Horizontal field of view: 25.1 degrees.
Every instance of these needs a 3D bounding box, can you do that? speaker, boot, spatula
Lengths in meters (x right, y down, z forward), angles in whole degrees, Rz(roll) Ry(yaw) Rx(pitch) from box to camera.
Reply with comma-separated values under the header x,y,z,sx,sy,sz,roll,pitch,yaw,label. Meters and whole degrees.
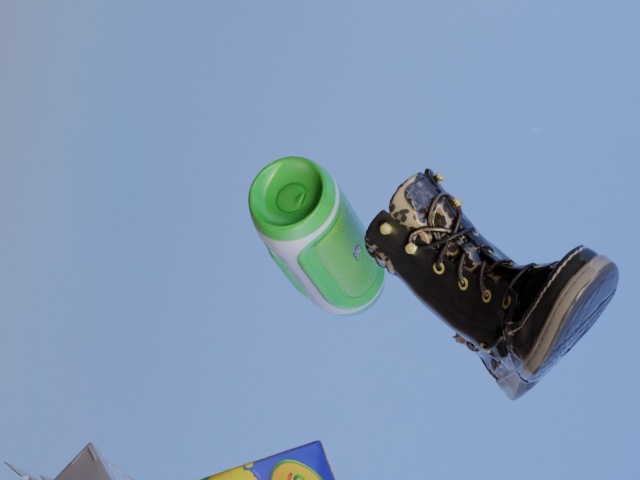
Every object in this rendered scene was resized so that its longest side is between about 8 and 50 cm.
x,y,z,sx,sy,sz,roll,pitch,yaw,label
0.000,0.000,1.971,0.296,0.131,0.131,55,37,-59,speaker
0.196,0.033,1.738,0.138,0.284,0.377,-43,168,-14,boot
-0.417,0.430,2.416,0.242,0.168,0.019,16,-102,54,spatula

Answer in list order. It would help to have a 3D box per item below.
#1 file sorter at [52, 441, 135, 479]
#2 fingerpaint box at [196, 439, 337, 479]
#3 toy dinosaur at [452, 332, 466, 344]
x,y,z,sx,sy,sz,roll,pitch,yaw,label
-0.354,0.486,2.140,0.277,0.173,0.193,-46,-142,2,file sorter
-0.099,0.505,1.678,0.163,0.371,0.444,-46,-118,58,fingerpaint box
0.285,0.120,1.973,0.212,0.112,0.064,-26,-147,19,toy dinosaur
